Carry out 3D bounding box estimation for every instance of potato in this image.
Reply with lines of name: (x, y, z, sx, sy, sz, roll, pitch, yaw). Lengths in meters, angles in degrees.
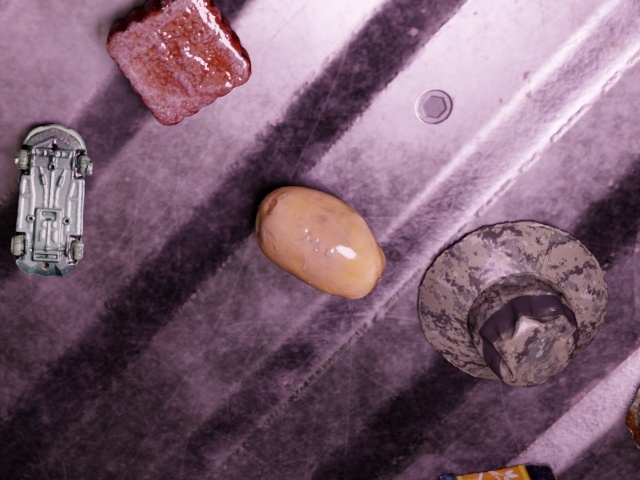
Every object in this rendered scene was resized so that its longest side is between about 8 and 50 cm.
potato: (0.000, 0.000, 1.550, 0.178, 0.118, 0.109, 30, 76, -6)

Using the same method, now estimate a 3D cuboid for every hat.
hat: (0.265, 0.113, 1.629, 0.265, 0.128, 0.265, -4, 122, -6)

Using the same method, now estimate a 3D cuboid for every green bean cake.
green bean cake: (-0.163, -0.217, 1.445, 0.136, 0.056, 0.135, -29, 118, 10)

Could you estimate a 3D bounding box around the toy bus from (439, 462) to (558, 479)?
toy bus: (0.278, 0.497, 1.815, 0.194, 0.162, 0.323, -11, 117, -3)

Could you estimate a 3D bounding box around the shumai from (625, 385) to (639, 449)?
shumai: (0.516, 0.250, 1.718, 0.184, 0.142, 0.184, -2, 121, -3)

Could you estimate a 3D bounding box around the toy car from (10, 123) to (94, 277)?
toy car: (-0.324, -0.049, 1.517, 0.093, 0.058, 0.186, 4, 99, -9)
